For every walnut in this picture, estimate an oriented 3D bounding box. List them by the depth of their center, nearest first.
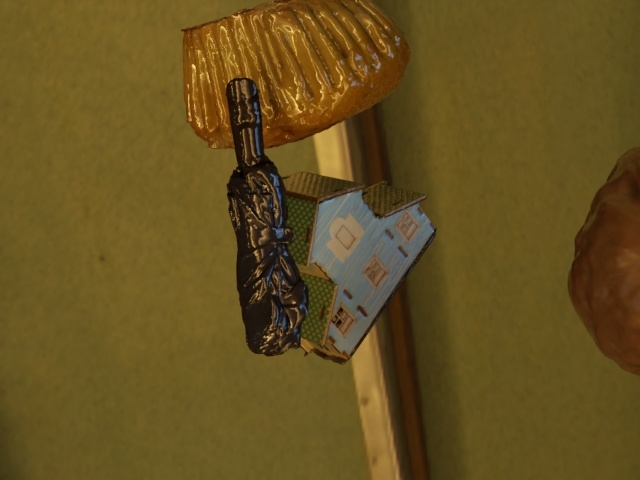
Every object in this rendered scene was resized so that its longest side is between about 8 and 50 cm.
[{"bbox_3d":[0.360,0.019,1.280,0.227,0.273,0.273,31,121,23],"label":"walnut"}]

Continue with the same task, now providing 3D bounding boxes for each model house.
[{"bbox_3d":[0.000,0.000,1.799,0.271,0.178,0.206,-53,130,-15],"label":"model house"}]

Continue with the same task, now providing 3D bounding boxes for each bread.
[{"bbox_3d":[-0.030,-0.178,1.366,0.240,0.240,0.139,-17,102,12],"label":"bread"}]

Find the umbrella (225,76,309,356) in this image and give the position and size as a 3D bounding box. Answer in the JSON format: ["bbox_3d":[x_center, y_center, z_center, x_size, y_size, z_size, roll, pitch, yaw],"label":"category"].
[{"bbox_3d":[-0.049,-0.021,1.211,0.071,0.071,0.248,-6,83,6],"label":"umbrella"}]
